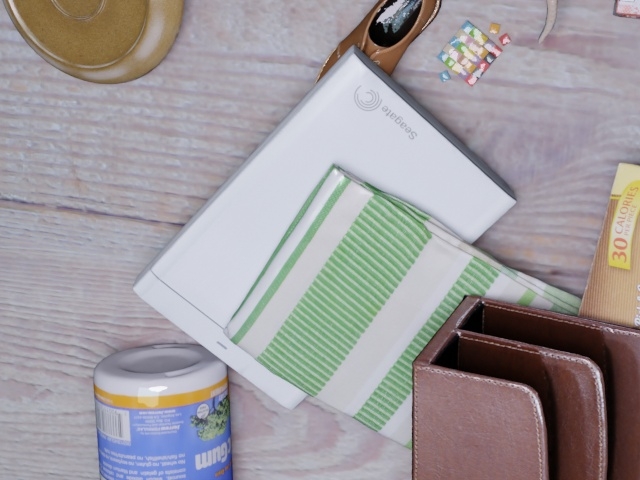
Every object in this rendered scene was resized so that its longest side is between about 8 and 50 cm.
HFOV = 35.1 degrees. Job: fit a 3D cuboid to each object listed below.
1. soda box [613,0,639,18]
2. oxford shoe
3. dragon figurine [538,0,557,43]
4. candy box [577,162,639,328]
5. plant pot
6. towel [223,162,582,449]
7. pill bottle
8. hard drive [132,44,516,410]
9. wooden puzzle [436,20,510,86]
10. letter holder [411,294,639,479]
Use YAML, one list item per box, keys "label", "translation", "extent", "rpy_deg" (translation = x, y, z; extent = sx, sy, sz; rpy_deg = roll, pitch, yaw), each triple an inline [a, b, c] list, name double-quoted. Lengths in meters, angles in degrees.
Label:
- label: "soda box"
  translation: [0.325, -0.306, 0.973]
  extent: [0.058, 0.063, 0.183]
  rpy_deg: [9, 103, 11]
- label: "oxford shoe"
  translation: [0.045, -0.188, 1.057]
  extent: [0.076, 0.076, 0.212]
  rpy_deg: [35, 108, 3]
- label: "dragon figurine"
  translation: [0.166, -0.343, 0.992]
  extent: [0.085, 0.144, 0.289]
  rpy_deg: [-34, 111, 15]
- label: "candy box"
  translation: [0.418, 0.050, 0.947]
  extent: [0.316, 0.087, 0.182]
  rpy_deg: [18, 99, 31]
- label: "plant pot"
  translation: [-0.260, -0.279, 1.097]
  extent: [0.236, 0.032, 0.236]
  rpy_deg: [10, 119, 19]
- label: "towel"
  translation: [0.089, 0.091, 1.070]
  extent: [0.325, 0.038, 0.248]
  rpy_deg: [30, 110, -13]
- label: "pill bottle"
  translation: [-0.175, 0.267, 1.154]
  extent: [0.152, 0.152, 0.272]
  rpy_deg: [1, 101, 13]
- label: "hard drive"
  translation: [0.000, 0.000, 1.079]
  extent: [0.233, 0.047, 0.353]
  rpy_deg: [40, 109, -15]
- label: "wooden puzzle"
  translation: [0.157, -0.197, 1.063]
  extent: [0.049, 0.006, 0.083]
  rpy_deg: [41, 107, 3]
- label: "letter holder"
  translation: [0.215, 0.235, 0.989]
  extent: [0.214, 0.152, 0.301]
  rpy_deg: [10, 117, 25]
